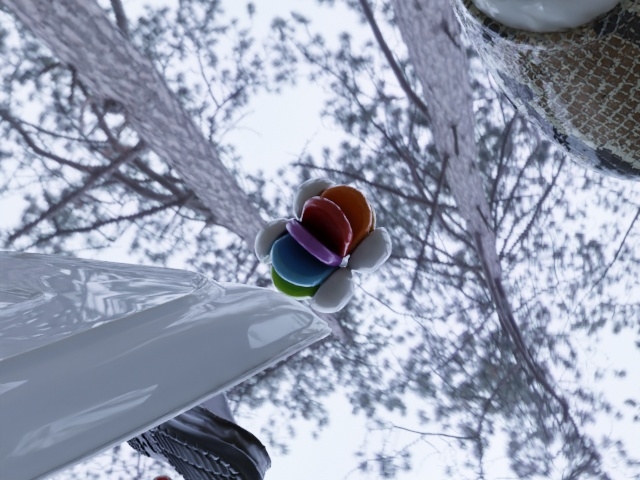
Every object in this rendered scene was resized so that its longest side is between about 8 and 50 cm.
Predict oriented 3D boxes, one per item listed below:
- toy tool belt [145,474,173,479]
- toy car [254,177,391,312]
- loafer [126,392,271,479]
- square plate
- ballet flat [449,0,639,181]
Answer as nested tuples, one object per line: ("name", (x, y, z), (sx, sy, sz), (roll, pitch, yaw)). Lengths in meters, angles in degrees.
("toy tool belt", (-0.099, 0.190, 0.593), (0.052, 0.051, 0.083), (-5, -124, -19))
("toy car", (0.000, 0.000, 1.227), (0.159, 0.136, 0.182), (42, -95, 14))
("loafer", (-0.109, 0.152, 0.761), (0.078, 0.080, 0.220), (-40, -150, -29))
("square plate", (-0.225, 0.060, 0.535), (0.347, 0.344, 0.049), (4, -78, 32))
("ballet flat", (0.110, -0.268, 0.532), (0.164, 0.182, 0.483), (-20, -103, 29))
